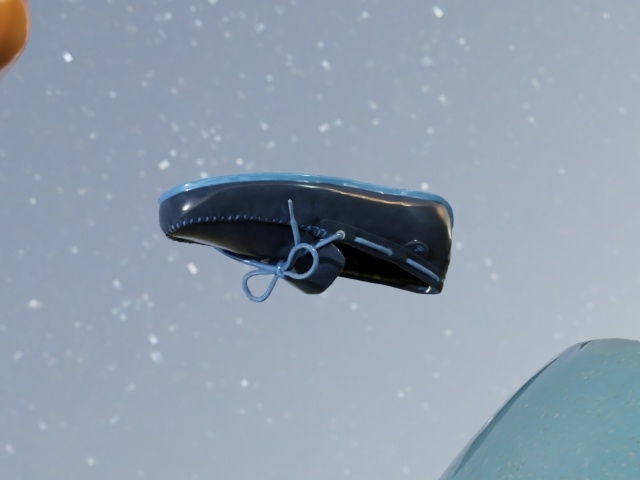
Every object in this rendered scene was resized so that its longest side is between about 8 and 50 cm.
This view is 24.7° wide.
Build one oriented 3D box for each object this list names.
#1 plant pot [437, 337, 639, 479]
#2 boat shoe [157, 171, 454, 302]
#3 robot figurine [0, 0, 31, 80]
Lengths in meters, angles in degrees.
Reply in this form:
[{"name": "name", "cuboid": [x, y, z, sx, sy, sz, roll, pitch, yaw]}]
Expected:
[{"name": "plant pot", "cuboid": [0.096, 0.204, 0.442, 0.195, 0.290, 0.290, -37, -19, -17]}, {"name": "boat shoe", "cuboid": [0.000, 0.000, 1.150, 0.258, 0.089, 0.109, 3, -14, -23]}, {"name": "robot figurine", "cuboid": [-0.156, -0.118, 0.342, 0.158, 0.219, 0.128, -52, 16, 19]}]
